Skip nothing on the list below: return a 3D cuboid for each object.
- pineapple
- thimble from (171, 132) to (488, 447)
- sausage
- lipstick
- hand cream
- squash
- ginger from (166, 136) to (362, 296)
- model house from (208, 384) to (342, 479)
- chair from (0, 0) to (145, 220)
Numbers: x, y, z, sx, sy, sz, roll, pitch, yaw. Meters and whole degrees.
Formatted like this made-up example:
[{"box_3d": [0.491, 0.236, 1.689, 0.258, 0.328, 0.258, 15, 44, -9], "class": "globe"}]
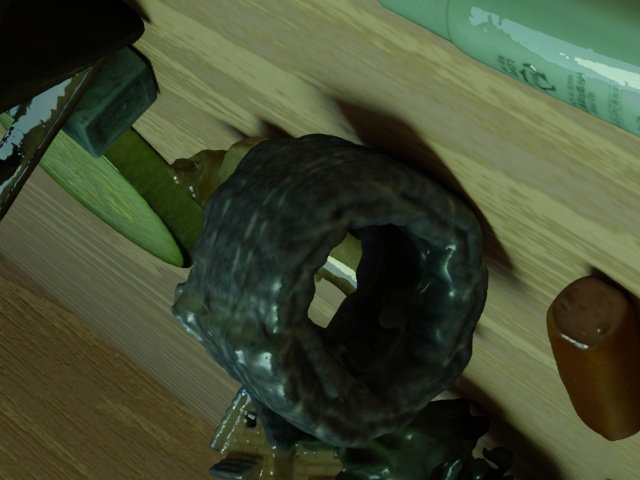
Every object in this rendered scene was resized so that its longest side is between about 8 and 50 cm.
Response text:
[{"box_3d": [0.102, 0.234, 1.183, 0.223, 0.223, 0.357, 26, 148, 54], "class": "pineapple"}, {"box_3d": [0.007, 0.023, 0.823, 0.098, 0.150, 0.150, 29, 163, 50], "class": "thimble"}, {"box_3d": [0.140, 0.062, 0.788, 0.041, 0.039, 0.131, 27, 164, 28], "class": "sausage"}, {"box_3d": [-0.252, -0.186, 1.113, 0.317, 0.066, 0.068, 40, 168, 12], "class": "lipstick"}, {"box_3d": [0.107, -0.052, 0.477, 0.205, 0.050, 0.078, 31, 162, 27], "class": "hand cream"}, {"box_3d": [-0.194, -0.073, 1.393, 0.252, 0.049, 0.252, 39, 166, 12], "class": "squash"}, {"box_3d": [0.003, 0.006, 1.002, 0.214, 0.059, 0.133, 42, 160, -7], "class": "ginger"}, {"box_3d": [0.006, 0.189, 1.373, 0.166, 0.172, 0.183, 10, 172, -43], "class": "model house"}, {"box_3d": [-0.223, -0.157, 0.901, 0.203, 0.416, 0.240, 42, -147, 3], "class": "chair"}]
